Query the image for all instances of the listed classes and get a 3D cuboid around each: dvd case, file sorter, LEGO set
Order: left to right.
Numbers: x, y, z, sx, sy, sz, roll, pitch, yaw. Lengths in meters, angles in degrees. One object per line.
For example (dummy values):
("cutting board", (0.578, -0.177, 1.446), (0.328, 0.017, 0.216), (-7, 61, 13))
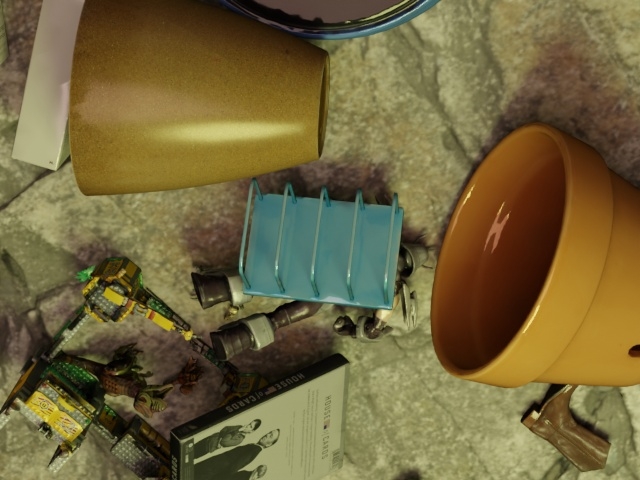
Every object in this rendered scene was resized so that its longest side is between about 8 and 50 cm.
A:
("LEGO set", (-0.222, 0.201, 1.950), (0.255, 0.192, 0.331), (-37, 103, 17))
("LEGO set", (-0.128, 0.062, 1.979), (0.083, 0.023, 0.054), (33, 110, -7))
("dvd case", (-0.070, 0.246, 1.937), (0.238, 0.029, 0.179), (-23, 135, -30))
("file sorter", (0.000, 0.000, 1.814), (0.170, 0.104, 0.118), (6, 76, 6))

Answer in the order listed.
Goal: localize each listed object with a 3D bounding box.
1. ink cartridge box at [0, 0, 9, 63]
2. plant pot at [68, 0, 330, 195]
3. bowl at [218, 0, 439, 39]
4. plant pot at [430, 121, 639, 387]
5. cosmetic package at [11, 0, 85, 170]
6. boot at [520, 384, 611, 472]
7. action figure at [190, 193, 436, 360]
("ink cartridge box", (-0.425, -0.292, 1.797), (0.100, 0.172, 0.237), (-3, 110, 7))
("plant pot", (-0.122, -0.154, 1.781), (0.254, 0.237, 0.237), (6, 111, 5))
("bowl", (0.005, -0.401, 1.764), (0.391, 0.077, 0.391), (2, 111, 5))
("plant pot", (0.278, 0.038, 1.808), (0.203, 0.291, 0.291), (18, 112, -18))
("cosmetic package", (-0.288, -0.209, 1.855), (0.060, 0.099, 0.239), (16, 111, -1))
("boot", (0.315, 0.221, 1.985), (0.114, 0.037, 0.106), (39, 123, -5))
("action figure", (0.000, 0.045, 1.913), (0.285, 0.099, 0.185), (-16, 93, -9))
